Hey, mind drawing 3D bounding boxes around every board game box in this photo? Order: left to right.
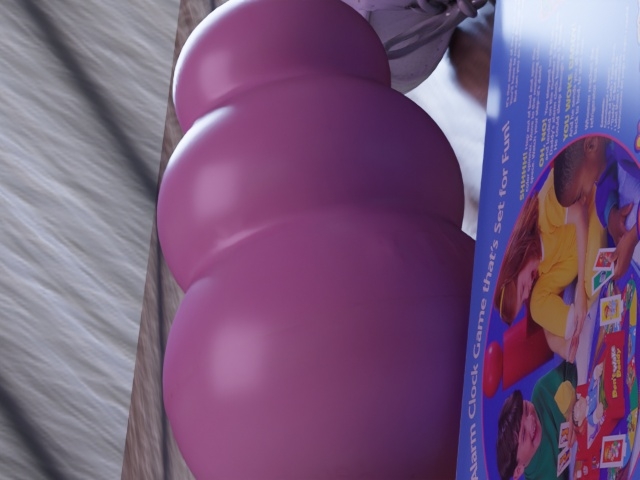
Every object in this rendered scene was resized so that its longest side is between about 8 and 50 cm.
[{"bbox_3d":[0.143,-0.019,0.685,0.233,0.078,0.347,150,127,-72],"label":"board game box"}]

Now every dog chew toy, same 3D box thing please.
[{"bbox_3d":[0.000,0.000,0.900,0.206,0.207,0.331,123,139,-59],"label":"dog chew toy"}]

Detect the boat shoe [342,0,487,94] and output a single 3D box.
[{"bbox_3d":[0.070,-0.188,0.975,0.156,0.136,0.367,48,158,29],"label":"boat shoe"}]
